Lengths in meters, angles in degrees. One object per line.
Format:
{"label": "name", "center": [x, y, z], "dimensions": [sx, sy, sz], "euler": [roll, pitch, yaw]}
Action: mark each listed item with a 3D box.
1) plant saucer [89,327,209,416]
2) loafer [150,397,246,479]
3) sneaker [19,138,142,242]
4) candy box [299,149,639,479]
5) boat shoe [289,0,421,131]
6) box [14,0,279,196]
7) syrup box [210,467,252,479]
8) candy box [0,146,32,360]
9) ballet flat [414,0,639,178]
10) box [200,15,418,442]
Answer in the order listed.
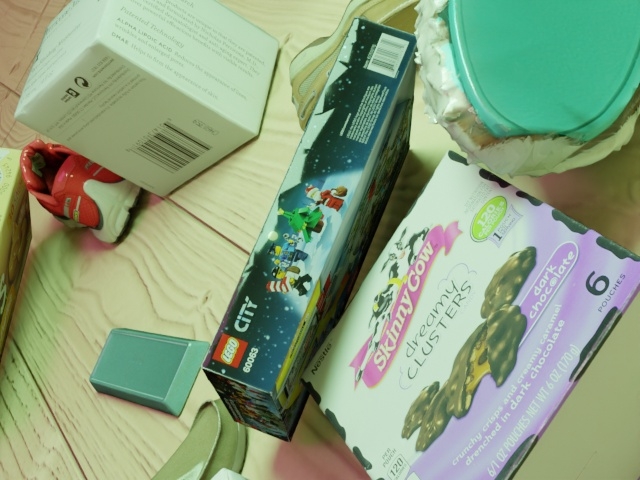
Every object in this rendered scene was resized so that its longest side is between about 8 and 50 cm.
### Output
{"label": "plant saucer", "center": [-0.159, 0.112, 0.978], "dimensions": [0.192, 0.018, 0.067], "euler": [0, 64, 58]}
{"label": "loafer", "center": [-0.097, 0.177, 0.779], "dimensions": [0.056, 0.050, 0.148], "euler": [-14, 53, 54]}
{"label": "sneaker", "center": [-0.293, -0.078, 1.265], "dimensions": [0.279, 0.118, 0.107], "euler": [14, 76, 61]}
{"label": "candy box", "center": [0.087, 0.060, 0.565], "dimensions": [0.165, 0.070, 0.196], "euler": [-58, 28, 6]}
{"label": "boat shoe", "center": [0.039, -0.138, 0.851], "dimensions": [0.190, 0.068, 0.072], "euler": [-36, 48, 54]}
{"label": "box", "center": [-0.168, -0.157, 1.068], "dimensions": [0.181, 0.182, 0.119], "euler": [-27, 43, 46]}
{"label": "syrup box", "center": [-0.083, 0.251, 0.642], "dimensions": [0.237, 0.093, 0.096], "euler": [-47, 30, 23]}
{"label": "candy box", "center": [-0.409, 0.065, 1.266], "dimensions": [0.183, 0.087, 0.316], "euler": [104, 173, -54]}
{"label": "ballet flat", "center": [0.134, -0.176, 0.687], "dimensions": [0.147, 0.147, 0.409], "euler": [-29, 38, 45]}
{"label": "box", "center": [0.000, 0.000, 0.691], "dimensions": [0.159, 0.044, 0.233], "euler": [85, -154, -70]}
